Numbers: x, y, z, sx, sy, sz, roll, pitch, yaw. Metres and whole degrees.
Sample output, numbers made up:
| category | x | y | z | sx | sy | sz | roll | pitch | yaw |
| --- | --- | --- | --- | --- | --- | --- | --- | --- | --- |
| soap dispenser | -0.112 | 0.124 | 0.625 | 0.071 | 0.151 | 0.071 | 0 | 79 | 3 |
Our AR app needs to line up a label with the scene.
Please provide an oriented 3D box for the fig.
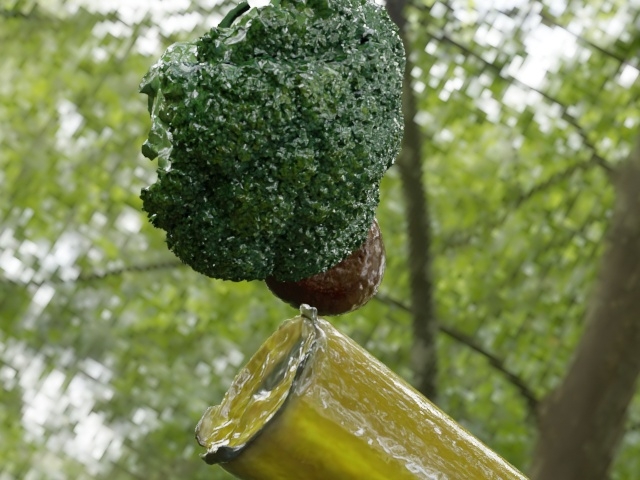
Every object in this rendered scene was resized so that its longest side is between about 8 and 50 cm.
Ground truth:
| category | x | y | z | sx | sy | sz | roll | pitch | yaw |
| --- | --- | --- | --- | --- | --- | --- | --- | --- | --- |
| fig | 0.000 | 0.000 | 1.874 | 0.133 | 0.146 | 0.201 | -8 | 7 | 3 |

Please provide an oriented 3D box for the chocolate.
| category | x | y | z | sx | sy | sz | roll | pitch | yaw |
| --- | --- | --- | --- | --- | --- | --- | --- | --- | --- |
| chocolate | 0.103 | 0.246 | 1.562 | 0.445 | 0.162 | 0.162 | 38 | -17 | -18 |

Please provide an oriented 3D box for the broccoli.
| category | x | y | z | sx | sy | sz | roll | pitch | yaw |
| --- | --- | --- | --- | --- | --- | --- | --- | --- | --- |
| broccoli | -0.041 | -0.091 | 1.409 | 0.241 | 0.269 | 0.261 | 36 | -31 | 38 |
